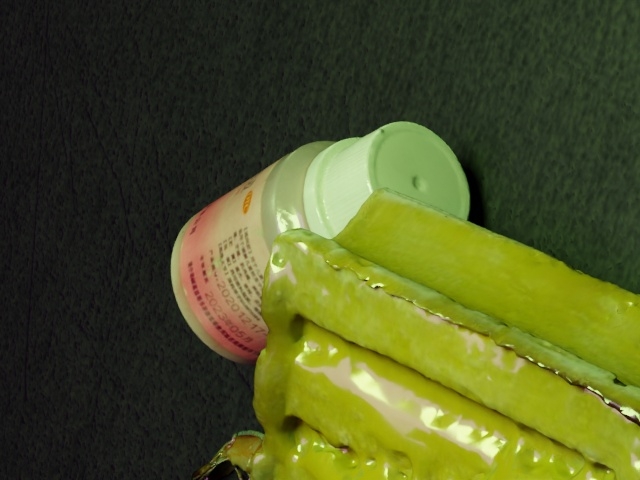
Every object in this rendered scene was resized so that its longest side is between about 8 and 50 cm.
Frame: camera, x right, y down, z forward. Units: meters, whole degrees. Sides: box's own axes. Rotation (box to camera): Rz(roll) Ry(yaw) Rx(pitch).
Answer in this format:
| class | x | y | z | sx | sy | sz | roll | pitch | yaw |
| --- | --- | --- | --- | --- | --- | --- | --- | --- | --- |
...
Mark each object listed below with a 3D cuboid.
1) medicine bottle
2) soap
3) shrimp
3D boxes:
| class | x | y | z | sx | sy | sz | roll | pitch | yaw |
| --- | --- | --- | --- | --- | --- | --- | --- | --- | --- |
| medicine bottle | 0.000 | 0.000 | 1.543 | 0.247 | 0.147 | 0.147 | -31 | 59 | 46 |
| soap | 0.116 | 0.166 | 1.334 | 0.338 | 0.169 | 0.304 | 25 | 126 | 34 |
| shrimp | -0.078 | 0.251 | 1.682 | 0.148 | 0.035 | 0.195 | 31 | 101 | 49 |
